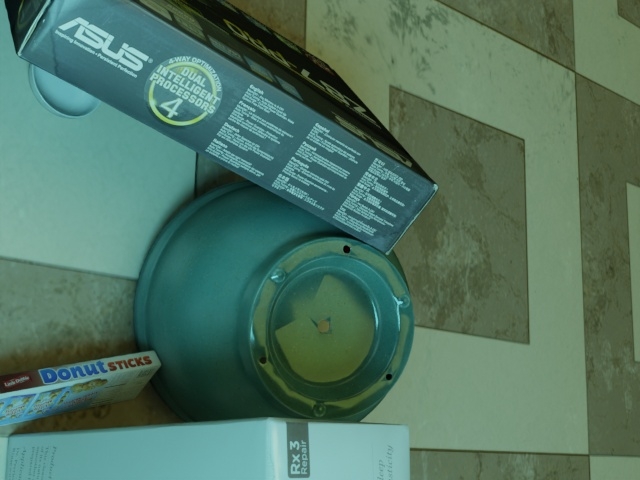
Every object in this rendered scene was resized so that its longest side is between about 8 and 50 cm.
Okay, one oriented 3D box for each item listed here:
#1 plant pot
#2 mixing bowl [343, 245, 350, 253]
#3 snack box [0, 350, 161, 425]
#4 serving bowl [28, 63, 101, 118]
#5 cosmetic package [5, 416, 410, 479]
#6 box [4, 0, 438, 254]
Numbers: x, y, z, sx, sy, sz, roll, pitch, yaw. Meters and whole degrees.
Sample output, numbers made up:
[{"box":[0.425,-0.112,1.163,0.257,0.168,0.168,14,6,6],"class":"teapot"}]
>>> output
[{"box":[-0.024,0.081,1.036,0.293,0.196,0.293,-1,92,-23],"class":"plant pot"},{"box":[0.000,0.000,1.219,0.181,0.098,0.181,10,76,-43],"class":"mixing bowl"},{"box":[-0.240,0.141,0.968,0.178,0.064,0.022,-5,55,-46],"class":"snack box"},{"box":[-0.261,-0.162,1.032,0.083,0.027,0.083,11,74,-45],"class":"serving bowl"},{"box":[-0.111,0.260,0.846,0.156,0.385,0.217,12,74,-44],"class":"cosmetic package"},{"box":[-0.108,-0.168,0.977,0.395,0.097,0.318,28,18,-31],"class":"box"}]
